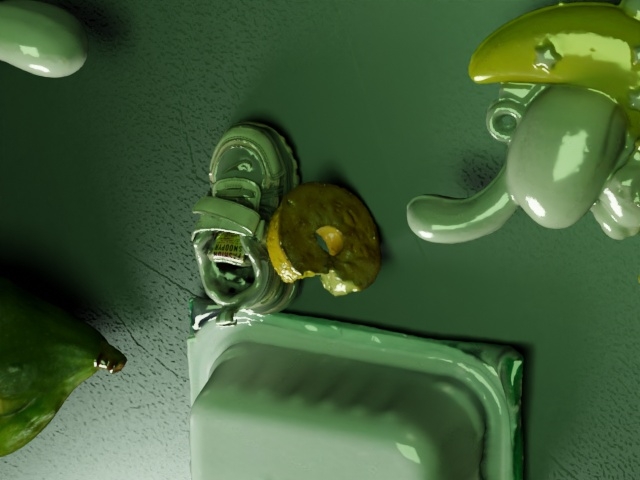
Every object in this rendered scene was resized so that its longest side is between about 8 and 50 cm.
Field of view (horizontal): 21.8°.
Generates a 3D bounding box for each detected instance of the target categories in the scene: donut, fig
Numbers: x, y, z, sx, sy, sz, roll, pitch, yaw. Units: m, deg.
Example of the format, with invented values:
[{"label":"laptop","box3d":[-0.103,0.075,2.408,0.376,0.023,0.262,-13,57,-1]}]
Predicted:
[{"label":"donut","box3d":[0.000,0.000,1.426,0.108,0.097,0.043,23,148,-31]},{"label":"fig","box3d":[-0.311,0.116,1.590,0.245,0.195,0.195,-12,105,-8]}]

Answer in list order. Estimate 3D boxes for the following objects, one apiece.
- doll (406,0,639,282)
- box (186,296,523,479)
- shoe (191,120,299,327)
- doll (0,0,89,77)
[{"label":"doll","box3d":[0.214,-0.078,1.287,0.237,0.111,0.252,21,114,2]},{"label":"box","box3d":[0.010,0.208,1.488,0.336,0.106,0.264,7,110,23]},{"label":"shoe","box3d":[-0.074,-0.011,1.456,0.089,0.092,0.180,5,108,24]},{"label":"doll","box3d":[-0.402,-0.298,1.480,0.376,0.187,0.366,-6,117,15]}]
